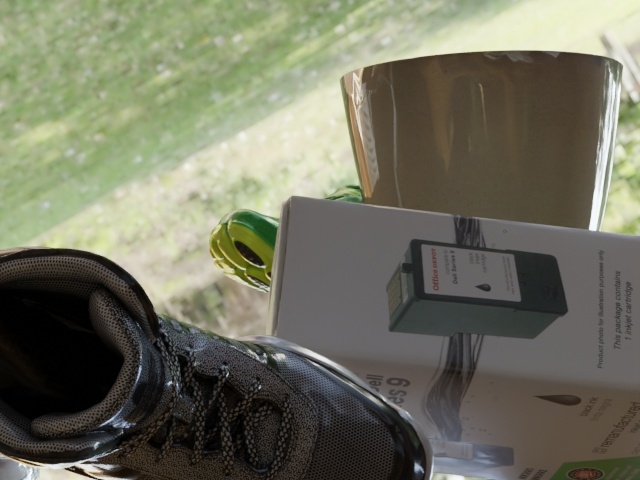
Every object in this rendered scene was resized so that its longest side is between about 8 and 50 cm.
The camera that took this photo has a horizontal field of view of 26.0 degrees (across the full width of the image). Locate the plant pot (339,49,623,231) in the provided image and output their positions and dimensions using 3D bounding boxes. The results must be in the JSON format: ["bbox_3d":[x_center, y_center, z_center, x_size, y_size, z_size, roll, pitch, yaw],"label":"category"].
[{"bbox_3d":[0.150,-0.016,1.256,0.257,0.274,0.256,-2,177,0],"label":"plant pot"}]

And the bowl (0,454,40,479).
[{"bbox_3d":[-0.347,0.217,1.406,0.080,0.170,0.170,-49,168,27],"label":"bowl"}]

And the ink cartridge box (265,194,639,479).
[{"bbox_3d":[0.104,0.081,0.978,0.289,0.121,0.211,6,152,-1],"label":"ink cartridge box"}]

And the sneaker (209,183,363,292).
[{"bbox_3d":[0.000,0.000,1.371,0.109,0.123,0.296,6,175,39],"label":"sneaker"}]

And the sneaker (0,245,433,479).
[{"bbox_3d":[-0.066,0.075,0.612,0.153,0.269,0.101,149,-40,-77],"label":"sneaker"}]
